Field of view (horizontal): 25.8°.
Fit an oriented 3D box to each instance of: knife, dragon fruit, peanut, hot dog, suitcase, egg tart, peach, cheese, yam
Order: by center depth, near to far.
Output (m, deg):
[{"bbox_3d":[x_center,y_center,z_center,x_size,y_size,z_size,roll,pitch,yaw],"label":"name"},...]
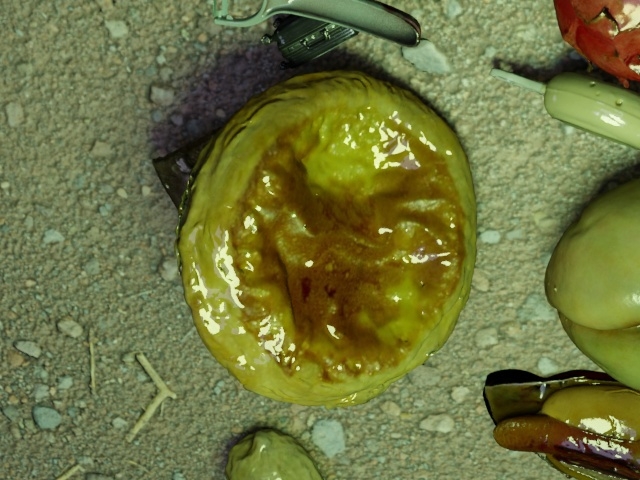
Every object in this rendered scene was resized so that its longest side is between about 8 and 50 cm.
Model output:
[{"bbox_3d":[0.378,-0.305,1.602,0.241,0.241,0.252,-16,142,21],"label":"dragon fruit"},{"bbox_3d":[-0.001,-0.295,1.705,0.278,0.053,0.123,16,135,17],"label":"knife"},{"bbox_3d":[0.317,-0.176,1.751,0.227,0.137,0.064,24,93,24],"label":"cheese"},{"bbox_3d":[0.431,0.058,1.774,0.292,0.247,0.292,29,145,22],"label":"peach"},{"bbox_3d":[-0.003,-0.274,1.792,0.126,0.086,0.059,-25,110,24],"label":"suitcase"},{"bbox_3d":[0.000,0.000,1.820,0.178,0.443,0.443,9,131,60],"label":"egg tart"},{"bbox_3d":[-0.128,-0.040,1.923,0.129,0.128,0.238,-23,110,26],"label":"yam"},{"bbox_3d":[0.391,0.290,1.979,0.326,0.107,0.194,-2,117,16],"label":"hot dog"},{"bbox_3d":[-0.039,0.423,2.140,0.159,0.143,0.291,-33,100,35],"label":"peanut"}]
